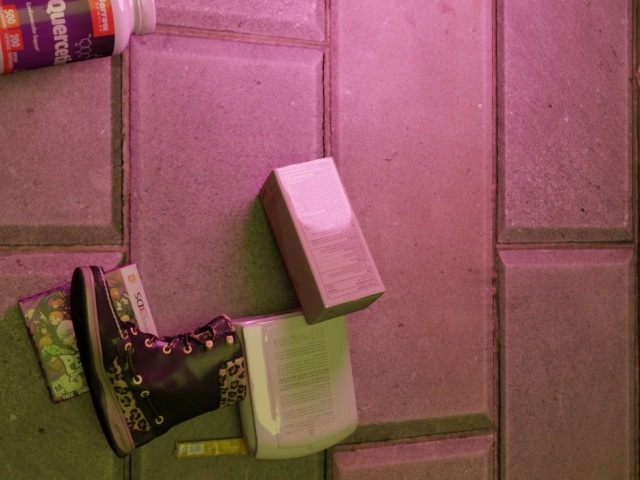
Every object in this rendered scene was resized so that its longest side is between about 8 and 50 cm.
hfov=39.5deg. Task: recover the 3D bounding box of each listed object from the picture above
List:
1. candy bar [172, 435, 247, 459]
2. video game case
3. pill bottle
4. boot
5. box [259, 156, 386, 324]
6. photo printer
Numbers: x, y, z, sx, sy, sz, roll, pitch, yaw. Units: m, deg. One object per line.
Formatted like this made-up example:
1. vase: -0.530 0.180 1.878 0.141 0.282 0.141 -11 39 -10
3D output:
1. candy bar: -0.226 0.427 1.838 0.162 0.018 0.040 1 86 -24
2. video game case: -0.439 0.178 1.727 0.232 0.042 0.210 -19 98 -23
3. pill bottle: -0.477 -0.416 1.636 0.323 0.181 0.181 -16 96 -23
4. boot: -0.304 0.199 1.690 0.284 0.138 0.377 -16 104 -23
5. box: 0.000 0.000 1.829 0.148 0.121 0.311 -13 73 -24
6. photo printer: -0.053 0.299 1.868 0.256 0.107 0.307 -10 94 -25
